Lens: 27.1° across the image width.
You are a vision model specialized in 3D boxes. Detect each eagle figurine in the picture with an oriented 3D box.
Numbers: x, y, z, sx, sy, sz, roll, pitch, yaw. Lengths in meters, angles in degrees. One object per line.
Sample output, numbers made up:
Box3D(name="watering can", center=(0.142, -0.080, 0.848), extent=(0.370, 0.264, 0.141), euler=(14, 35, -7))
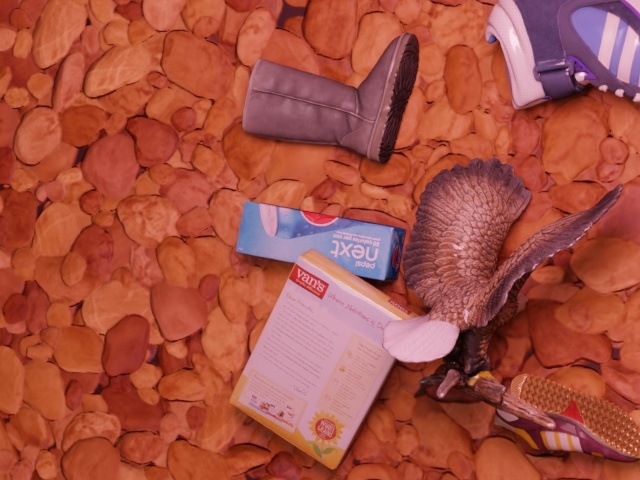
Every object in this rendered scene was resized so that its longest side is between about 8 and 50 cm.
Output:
Box3D(name="eagle figurine", center=(0.209, 0.045, 1.599), extent=(0.226, 0.225, 0.298), euler=(16, 94, 1))

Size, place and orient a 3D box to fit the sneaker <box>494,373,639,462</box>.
Box3D(name="sneaker", center=(0.307, 0.232, 1.644), extent=(0.185, 0.069, 0.084), euler=(26, 136, 2))

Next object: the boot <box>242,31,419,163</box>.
Box3D(name="boot", center=(0.011, -0.206, 1.757), extent=(0.208, 0.076, 0.190), euler=(20, 92, 25))

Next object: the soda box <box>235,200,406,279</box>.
Box3D(name="soda box", center=(0.000, 0.000, 1.748), extent=(0.210, 0.067, 0.071), euler=(11, 92, 18))

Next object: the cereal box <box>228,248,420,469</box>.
Box3D(name="cereal box", center=(0.003, 0.154, 1.716), extent=(0.173, 0.047, 0.240), euler=(32, 113, 13))

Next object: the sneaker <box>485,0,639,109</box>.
Box3D(name="sneaker", center=(0.352, -0.210, 1.624), extent=(0.323, 0.130, 0.236), euler=(45, 127, -6))
